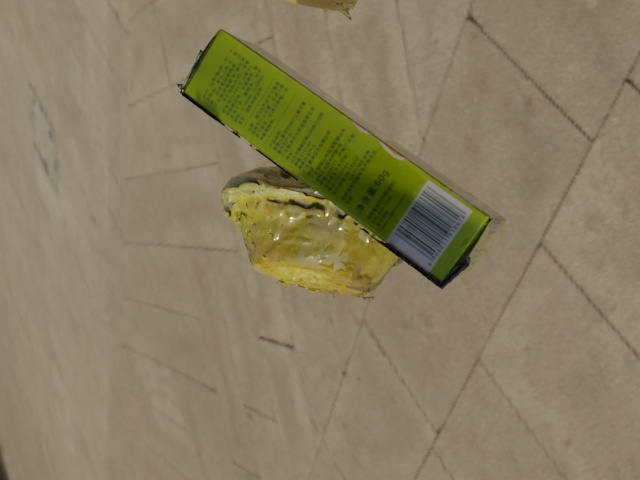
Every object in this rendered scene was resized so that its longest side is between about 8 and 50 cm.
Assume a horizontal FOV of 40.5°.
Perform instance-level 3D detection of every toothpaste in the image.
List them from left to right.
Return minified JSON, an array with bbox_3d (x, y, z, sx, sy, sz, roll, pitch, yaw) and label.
[{"bbox_3d":[0.023,-0.080,0.832,0.327,0.110,0.077,37,104,15],"label":"toothpaste"}]

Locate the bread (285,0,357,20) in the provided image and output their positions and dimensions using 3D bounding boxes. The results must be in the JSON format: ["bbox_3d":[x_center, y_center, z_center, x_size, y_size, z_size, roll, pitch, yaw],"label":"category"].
[{"bbox_3d":[-0.018,-0.417,1.320,0.085,0.173,0.134,158,117,-63],"label":"bread"}]

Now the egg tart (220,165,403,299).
[{"bbox_3d":[0.000,0.000,1.097,0.295,0.295,0.116,-13,59,64],"label":"egg tart"}]
